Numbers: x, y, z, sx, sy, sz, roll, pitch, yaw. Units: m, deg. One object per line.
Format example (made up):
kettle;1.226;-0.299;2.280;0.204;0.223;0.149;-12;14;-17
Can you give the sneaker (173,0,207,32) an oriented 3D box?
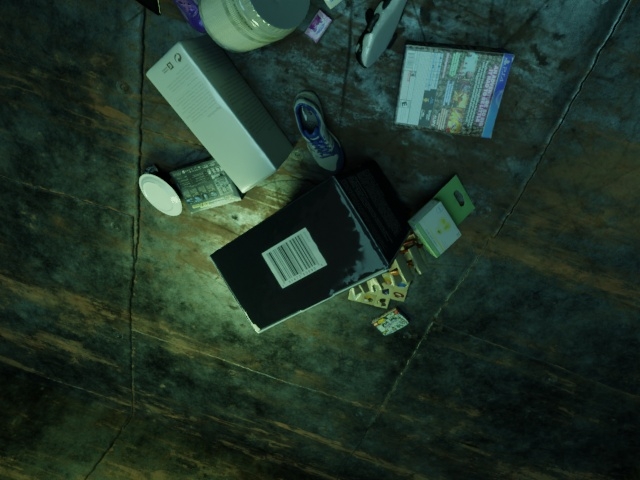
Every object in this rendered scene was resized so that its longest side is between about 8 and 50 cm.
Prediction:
sneaker;-0.415;-0.732;1.257;0.095;0.104;0.236;-24;114;22

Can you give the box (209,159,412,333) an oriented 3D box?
box;0.000;0.000;1.363;0.480;0.472;0.297;-30;92;25

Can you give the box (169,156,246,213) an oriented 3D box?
box;-0.427;-0.215;1.601;0.233;0.059;0.183;-13;117;18

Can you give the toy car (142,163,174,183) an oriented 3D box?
toy car;-0.625;-0.245;1.634;0.122;0.040;0.060;39;100;-10

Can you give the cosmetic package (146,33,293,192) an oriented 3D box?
cosmetic package;-0.302;-0.408;1.359;0.162;0.230;0.453;-28;111;26

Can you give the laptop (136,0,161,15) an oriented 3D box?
laptop;-0.523;-0.935;1.141;0.382;0.236;0.407;36;94;10

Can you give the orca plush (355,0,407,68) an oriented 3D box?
orca plush;0.162;-0.648;1.192;0.102;0.151;0.287;40;130;24

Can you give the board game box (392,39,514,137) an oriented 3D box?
board game box;0.376;-0.449;1.242;0.292;0.141;0.231;9;122;6

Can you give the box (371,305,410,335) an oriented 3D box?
box;0.303;0.350;1.812;0.094;0.027;0.137;44;120;-14

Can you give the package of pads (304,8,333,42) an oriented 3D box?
package of pads;-0.006;-0.645;1.267;0.050;0.032;0.083;36;121;-12

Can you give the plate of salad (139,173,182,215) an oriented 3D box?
plate of salad;-0.618;-0.181;1.640;0.200;0.048;0.199;19;138;18

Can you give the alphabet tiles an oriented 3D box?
alphabet tiles;0.226;0.128;1.703;0.286;0.011;0.342;12;122;4

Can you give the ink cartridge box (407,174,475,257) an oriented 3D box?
ink cartridge box;0.427;-0.080;1.424;0.235;0.056;0.171;-43;120;-3

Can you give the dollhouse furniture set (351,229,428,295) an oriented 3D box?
dollhouse furniture set;0.241;0.069;1.445;0.262;0.259;0.135;-25;88;52

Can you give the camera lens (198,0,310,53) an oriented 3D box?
camera lens;-0.186;-0.646;1.143;0.275;0.219;0.219;13;133;50

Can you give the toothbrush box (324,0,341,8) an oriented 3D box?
toothbrush box;0.082;-0.786;1.071;0.296;0.126;0.216;-32;120;18

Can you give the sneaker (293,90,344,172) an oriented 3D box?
sneaker;-0.015;-0.340;1.398;0.112;0.130;0.296;-20;116;20
